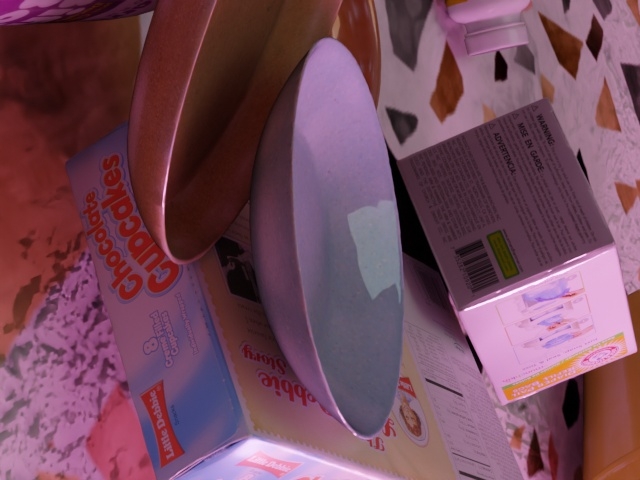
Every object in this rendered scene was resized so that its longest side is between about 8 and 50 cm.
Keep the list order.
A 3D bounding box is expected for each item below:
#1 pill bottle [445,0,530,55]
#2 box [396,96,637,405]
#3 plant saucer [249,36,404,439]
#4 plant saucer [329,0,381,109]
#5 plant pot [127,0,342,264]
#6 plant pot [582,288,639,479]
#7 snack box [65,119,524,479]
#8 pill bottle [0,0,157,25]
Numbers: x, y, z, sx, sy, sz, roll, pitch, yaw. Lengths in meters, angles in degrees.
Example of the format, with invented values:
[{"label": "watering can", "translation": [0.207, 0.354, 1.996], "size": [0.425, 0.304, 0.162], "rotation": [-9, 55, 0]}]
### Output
[{"label": "pill bottle", "translation": [0.122, -0.200, 1.289], "size": [0.065, 0.065, 0.116], "rotation": [-17, 96, -60]}, {"label": "box", "translation": [0.132, 0.014, 1.114], "size": [0.203, 0.103, 0.114], "rotation": [58, 10, -63]}, {"label": "plant saucer", "translation": [0.000, 0.000, 0.829], "size": [0.195, 0.037, 0.195], "rotation": [-5, 90, -74]}, {"label": "plant saucer", "translation": [-0.026, -0.140, 1.041], "size": [0.200, 0.037, 0.200], "rotation": [28, 57, -55]}, {"label": "plant pot", "translation": [-0.031, -0.103, 0.769], "size": [0.236, 0.032, 0.236], "rotation": [22, 90, -81]}, {"label": "plant pot", "translation": [0.308, 0.168, 1.337], "size": [0.254, 0.254, 0.239], "rotation": [45, 28, -45]}, {"label": "snack box", "translation": [0.002, 0.067, 0.940], "size": [0.322, 0.060, 0.187], "rotation": [28, 36, -54]}, {"label": "pill bottle", "translation": [-0.128, -0.176, 0.741], "size": [0.301, 0.169, 0.169], "rotation": [-17, 96, -60]}]
